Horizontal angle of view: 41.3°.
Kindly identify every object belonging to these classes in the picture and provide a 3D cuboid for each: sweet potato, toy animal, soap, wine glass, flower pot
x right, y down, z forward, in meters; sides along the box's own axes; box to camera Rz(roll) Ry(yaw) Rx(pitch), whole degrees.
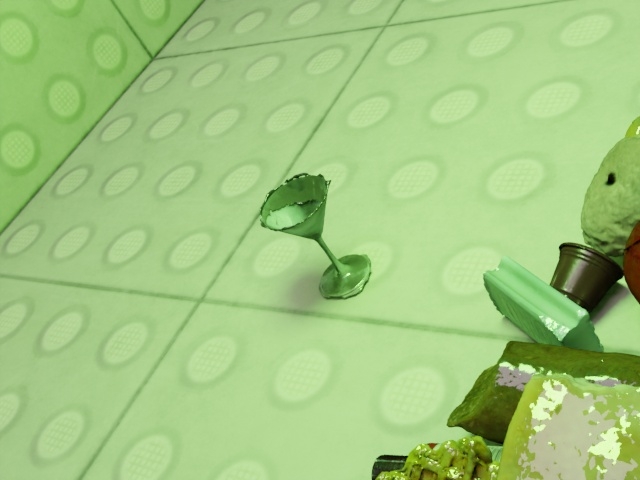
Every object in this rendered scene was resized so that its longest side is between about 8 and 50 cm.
[{"bbox_3d":[0.362,0.226,1.191,0.370,0.158,0.157,2,48,29],"label":"sweet potato"},{"bbox_3d":[0.590,-0.109,1.359,0.358,0.188,0.226,-12,47,25],"label":"toy animal"},{"bbox_3d":[0.349,0.116,1.345,0.063,0.114,0.198,-39,35,-6],"label":"soap"},{"bbox_3d":[0.000,0.000,1.639,0.156,0.232,0.156,-22,38,18],"label":"wine glass"},{"bbox_3d":[0.416,0.068,1.367,0.111,0.111,0.089,19,73,47],"label":"flower pot"}]

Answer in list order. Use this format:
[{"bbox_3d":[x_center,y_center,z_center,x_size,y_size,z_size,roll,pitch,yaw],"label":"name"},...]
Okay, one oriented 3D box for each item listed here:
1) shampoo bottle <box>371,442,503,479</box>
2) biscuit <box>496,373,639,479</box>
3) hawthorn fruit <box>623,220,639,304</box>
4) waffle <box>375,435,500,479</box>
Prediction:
[{"bbox_3d":[0.203,0.341,1.202,0.278,0.104,0.104,-5,45,33],"label":"shampoo bottle"},{"bbox_3d":[0.389,0.351,0.953,0.429,0.104,0.446,19,66,23],"label":"biscuit"},{"bbox_3d":[0.535,0.058,1.226,0.185,0.185,0.202,-16,56,22],"label":"hawthorn fruit"},{"bbox_3d":[0.174,0.392,1.119,0.245,0.052,0.254,-37,64,21],"label":"waffle"}]
